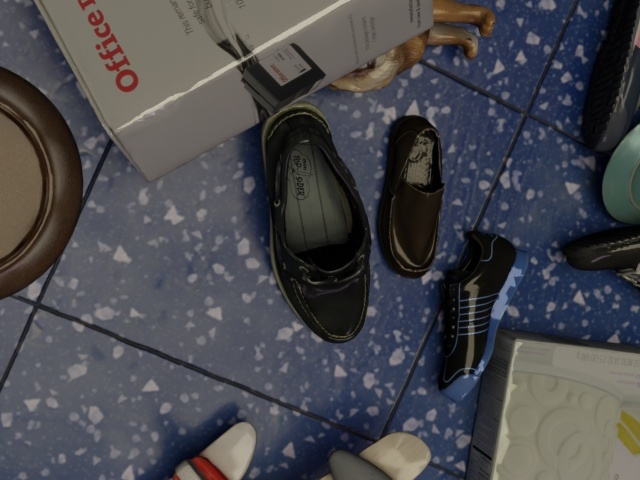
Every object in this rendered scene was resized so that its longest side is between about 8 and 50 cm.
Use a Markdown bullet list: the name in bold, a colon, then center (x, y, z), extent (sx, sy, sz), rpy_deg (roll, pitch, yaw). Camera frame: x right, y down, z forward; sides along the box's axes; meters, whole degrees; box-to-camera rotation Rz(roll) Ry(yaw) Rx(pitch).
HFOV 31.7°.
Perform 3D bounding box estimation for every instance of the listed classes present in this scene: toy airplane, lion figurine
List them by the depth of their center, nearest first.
- **toy airplane**: center (-0.056, 0.418, 1.396), extent (0.384, 0.272, 0.386), rpy_deg (7, 94, -14)
- **lion figurine**: center (0.108, -0.369, 1.448), extent (0.240, 0.142, 0.392), rpy_deg (9, 79, -7)

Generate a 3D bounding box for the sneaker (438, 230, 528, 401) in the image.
- **sneaker**: center (0.197, 0.099, 1.532), extent (0.090, 0.081, 0.232), rpy_deg (25, 82, -12)

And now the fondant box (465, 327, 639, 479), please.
- **fondant box**: center (0.335, 0.302, 1.575), extent (0.238, 0.096, 0.330), rpy_deg (8, 95, -15)

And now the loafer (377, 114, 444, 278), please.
- **loafer**: center (0.123, -0.056, 1.494), extent (0.080, 0.078, 0.220), rpy_deg (-3, 96, -14)

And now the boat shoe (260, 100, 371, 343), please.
- **boat shoe**: center (0.004, -0.001, 1.418), extent (0.127, 0.113, 0.340), rpy_deg (-11, 115, -9)

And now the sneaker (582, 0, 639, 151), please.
- **sneaker**: center (0.461, -0.261, 1.542), extent (0.131, 0.112, 0.319), rpy_deg (18, 92, -12)

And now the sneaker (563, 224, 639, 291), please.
- **sneaker**: center (0.501, 0.046, 1.576), extent (0.331, 0.122, 0.146), rpy_deg (-3, 94, -13)

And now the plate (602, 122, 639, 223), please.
- **plate**: center (0.476, -0.098, 1.562), extent (0.188, 0.024, 0.188), rpy_deg (-14, 126, -19)

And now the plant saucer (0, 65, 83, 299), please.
- **plant saucer**: center (-0.446, -0.068, 1.368), extent (0.311, 0.050, 0.310), rpy_deg (-1, 96, -13)

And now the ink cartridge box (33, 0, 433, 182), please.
- **ink cartridge box**: center (-0.110, -0.294, 1.293), extent (0.395, 0.166, 0.285), rpy_deg (-29, 70, -3)
